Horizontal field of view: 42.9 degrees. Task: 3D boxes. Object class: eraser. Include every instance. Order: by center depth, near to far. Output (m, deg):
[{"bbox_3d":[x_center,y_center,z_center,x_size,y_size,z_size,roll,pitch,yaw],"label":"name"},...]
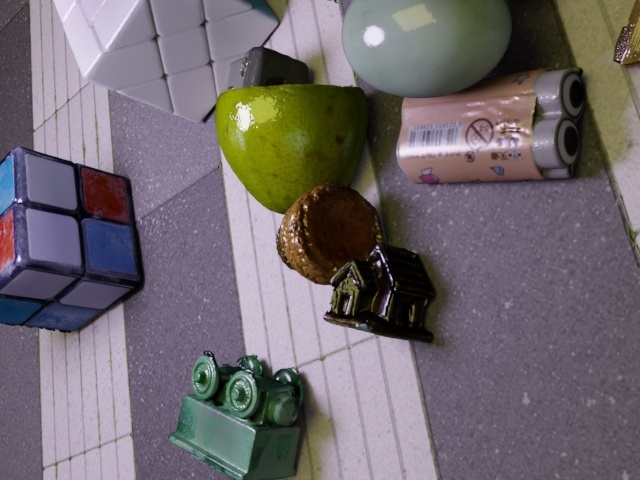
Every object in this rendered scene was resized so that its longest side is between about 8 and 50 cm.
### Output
[{"bbox_3d":[0.259,-0.178,1.278,0.290,0.087,0.171,1,82,45],"label":"eraser"}]

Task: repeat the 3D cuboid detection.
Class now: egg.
[{"bbox_3d":[0.157,-0.321,1.252,0.282,0.203,0.203,9,86,43],"label":"egg"}]

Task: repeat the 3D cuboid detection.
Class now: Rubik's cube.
[{"bbox_3d":[-0.342,-0.502,1.771,0.319,0.321,0.316,-47,50,24],"label":"Rubik's cube"},{"bbox_3d":[-0.654,0.010,1.949,0.318,0.316,0.313,-32,58,33],"label":"Rubik's cube"}]

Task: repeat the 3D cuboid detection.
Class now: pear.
[{"bbox_3d":[-0.057,-0.160,1.467,0.288,0.139,0.239,-1,99,5],"label":"pear"}]

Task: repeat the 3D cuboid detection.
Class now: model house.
[{"bbox_3d":[0.100,0.079,1.334,0.106,0.165,0.152,1,79,61],"label":"model house"}]

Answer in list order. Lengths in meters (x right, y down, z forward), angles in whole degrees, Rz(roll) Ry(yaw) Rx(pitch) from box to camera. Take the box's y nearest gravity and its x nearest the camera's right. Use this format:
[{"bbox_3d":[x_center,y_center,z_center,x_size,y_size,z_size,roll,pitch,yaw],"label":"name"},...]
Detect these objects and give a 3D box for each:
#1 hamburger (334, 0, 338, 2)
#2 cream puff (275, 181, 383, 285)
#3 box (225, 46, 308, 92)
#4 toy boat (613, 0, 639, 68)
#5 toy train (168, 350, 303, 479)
[{"bbox_3d":[0.070,-0.545,1.461,0.260,0.211,0.245,12,95,50],"label":"hamburger"},{"bbox_3d":[0.000,0.000,1.446,0.169,0.183,0.183,-28,60,59],"label":"cream puff"},{"bbox_3d":[-0.115,-0.268,1.619,0.129,0.148,0.210,-2,78,54],"label":"box"},{"bbox_3d":[0.455,-0.317,1.148,0.049,0.047,0.149,22,96,45],"label":"toy boat"},{"bbox_3d":[-0.149,0.316,1.506,0.266,0.145,0.202,12,92,45],"label":"toy train"}]
